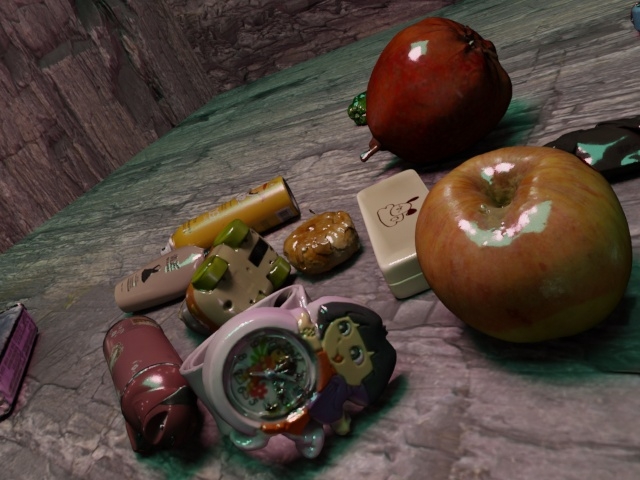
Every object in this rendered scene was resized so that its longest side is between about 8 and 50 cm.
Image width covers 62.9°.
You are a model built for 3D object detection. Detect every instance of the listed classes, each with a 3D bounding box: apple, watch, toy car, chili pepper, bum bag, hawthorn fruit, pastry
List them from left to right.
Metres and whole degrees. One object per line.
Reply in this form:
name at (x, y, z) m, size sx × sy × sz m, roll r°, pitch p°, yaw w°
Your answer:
toy car at (-0.189, 0.096, 0.990) m, size 0.235 × 0.145 × 0.235 m, roll -42°, pitch 17°, yaw 16°
watch at (-0.046, 0.161, 0.705) m, size 0.244 × 0.196 × 0.231 m, roll -35°, pitch 5°, yaw -16°
pastry at (0.003, 0.004, 1.003) m, size 0.153 × 0.081 × 0.153 m, roll -14°, pitch 34°, yaw 9°
chili pepper at (0.166, -0.453, 1.679) m, size 0.099 × 0.083 × 0.253 m, roll -20°, pitch 22°, yaw 37°
hawthorn fruit at (0.246, -0.310, 1.136) m, size 0.308 × 0.324 × 0.308 m, roll 5°, pitch 52°, yaw -7°
apple at (0.242, 0.003, 0.645) m, size 0.261 × 0.194 × 0.261 m, roll -23°, pitch 28°, yaw 13°
bum bag at (0.444, -0.145, 0.849) m, size 0.326 × 0.079 × 0.142 m, roll -18°, pitch 24°, yaw 21°

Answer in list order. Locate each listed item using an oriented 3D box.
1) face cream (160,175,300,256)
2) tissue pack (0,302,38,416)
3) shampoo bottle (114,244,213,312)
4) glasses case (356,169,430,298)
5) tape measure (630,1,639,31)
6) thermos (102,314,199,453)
face cream at (-0.226, -0.035, 1.265) m, size 0.349 × 0.105 × 0.105 m, roll -26°, pitch 26°, yaw 5°
tissue pack at (-0.796, 0.308, 1.177) m, size 0.259 × 0.122 × 0.361 m, roll -28°, pitch 24°, yaw -8°
shampoo bottle at (-0.341, 0.082, 1.187) m, size 0.257 × 0.078 × 0.127 m, roll -24°, pitch 46°, yaw 8°
glasses case at (0.150, -0.025, 0.923) m, size 0.131 × 0.070 × 0.313 m, roll -24°, pitch 26°, yaw 8°
tape measure at (0.802, -0.539, 1.217) m, size 0.146 × 0.081 × 0.125 m, roll -5°, pitch 31°, yaw 40°
thermos at (-0.274, 0.227, 0.815) m, size 0.136 × 0.109 × 0.330 m, roll -43°, pitch 27°, yaw -14°
